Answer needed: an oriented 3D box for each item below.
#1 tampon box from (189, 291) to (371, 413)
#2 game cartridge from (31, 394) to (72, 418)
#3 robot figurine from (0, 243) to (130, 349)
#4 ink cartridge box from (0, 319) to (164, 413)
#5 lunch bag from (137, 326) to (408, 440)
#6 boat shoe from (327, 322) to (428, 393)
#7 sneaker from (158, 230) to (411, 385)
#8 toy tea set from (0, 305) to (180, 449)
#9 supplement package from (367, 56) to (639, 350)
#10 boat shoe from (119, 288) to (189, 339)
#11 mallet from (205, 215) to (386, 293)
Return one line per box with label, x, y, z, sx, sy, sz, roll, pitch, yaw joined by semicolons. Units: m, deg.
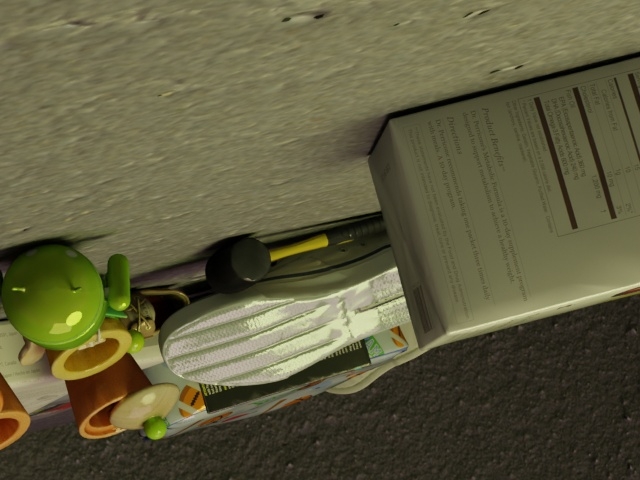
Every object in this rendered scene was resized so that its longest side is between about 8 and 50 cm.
tampon box;-0.043;0.087;1.596;0.161;0.101;0.120;-16;-177;0
game cartridge;-0.370;0.191;2.043;0.196;0.060;0.294;-6;169;-34
robot figurine;-0.178;0.039;1.128;0.101;0.067;0.115;-3;172;-3
ink cartridge box;-0.330;0.130;1.554;0.261;0.066;0.296;-22;170;40
lunch bag;-0.060;0.121;1.787;0.303;0.115;0.243;-18;173;-17
boat shoe;0.064;0.100;1.972;0.099;0.116;0.319;-33;-175;-34
sneaker;-0.017;0.050;1.426;0.258;0.094;0.091;-15;-147;-11
toy tea set;-0.237;0.136;1.311;0.336;0.124;0.200;-8;148;-40
supplement package;0.168;-0.029;1.039;0.244;0.134;0.139;-14;174;-5
boat shoe;-0.165;0.065;1.480;0.045;0.050;0.135;-23;180;30
mallet;0.000;0.000;1.363;0.189;0.039;0.062;-17;176;-19
